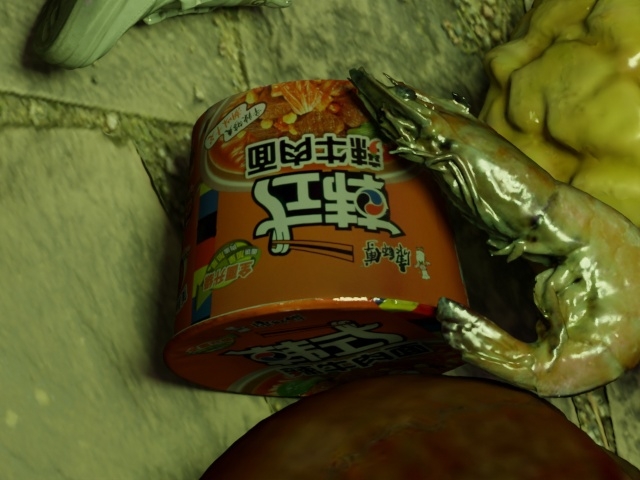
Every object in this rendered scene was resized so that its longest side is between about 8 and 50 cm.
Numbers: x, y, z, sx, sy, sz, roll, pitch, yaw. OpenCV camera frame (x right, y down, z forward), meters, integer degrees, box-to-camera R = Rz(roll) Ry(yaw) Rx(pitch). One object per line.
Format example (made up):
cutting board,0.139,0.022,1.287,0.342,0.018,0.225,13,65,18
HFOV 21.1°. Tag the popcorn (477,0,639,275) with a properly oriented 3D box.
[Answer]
popcorn,0.322,-0.074,1.443,0.390,0.354,0.344,42,55,-61

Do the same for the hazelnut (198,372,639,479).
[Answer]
hazelnut,0.055,0.298,1.250,0.402,0.402,0.429,29,74,-17

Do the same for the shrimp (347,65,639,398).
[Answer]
shrimp,0.114,-0.003,1.248,0.296,0.058,0.169,36,64,3

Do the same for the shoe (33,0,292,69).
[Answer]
shoe,-0.097,-0.229,1.420,0.159,0.124,0.316,41,65,-19

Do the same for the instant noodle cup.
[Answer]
instant noodle cup,0.000,0.000,1.354,0.250,0.250,0.192,7,68,-24
